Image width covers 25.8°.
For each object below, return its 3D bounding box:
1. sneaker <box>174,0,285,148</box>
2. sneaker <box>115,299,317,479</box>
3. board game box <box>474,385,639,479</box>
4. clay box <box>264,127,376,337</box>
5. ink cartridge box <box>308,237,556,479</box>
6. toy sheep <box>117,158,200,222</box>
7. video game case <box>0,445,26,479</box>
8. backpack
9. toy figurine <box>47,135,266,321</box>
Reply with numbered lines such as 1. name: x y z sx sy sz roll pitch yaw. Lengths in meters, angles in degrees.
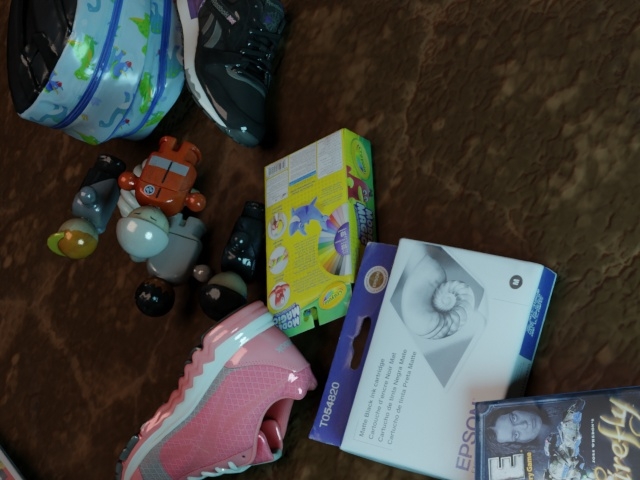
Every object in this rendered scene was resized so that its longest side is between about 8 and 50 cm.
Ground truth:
1. sneaker: -0.100 -0.246 1.734 0.124 0.107 0.283 -35 49 22
2. sneaker: -0.115 0.216 1.524 0.136 0.116 0.314 41 120 14
3. board game box: 0.213 0.251 1.185 0.165 0.042 0.243 -10 64 26
4. clay box: 0.000 0.000 1.548 0.127 0.053 0.222 -23 58 37
5. ink cartridge box: 0.098 0.112 1.366 0.224 0.045 0.223 9 78 35
6. toy sheep: -0.212 -0.054 1.766 0.132 0.091 0.091 -55 42 12
7. video game case: -0.485 0.345 1.805 0.204 0.025 0.285 -43 27 -12
8. backpack: -0.304 -0.297 1.872 0.290 0.273 0.355 -43 24 33
9. toy figurine: -0.183 -0.002 1.617 0.210 0.213 0.148 -7 53 43
